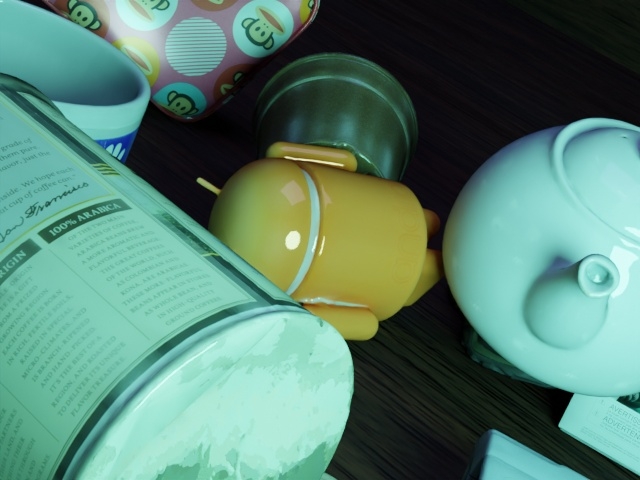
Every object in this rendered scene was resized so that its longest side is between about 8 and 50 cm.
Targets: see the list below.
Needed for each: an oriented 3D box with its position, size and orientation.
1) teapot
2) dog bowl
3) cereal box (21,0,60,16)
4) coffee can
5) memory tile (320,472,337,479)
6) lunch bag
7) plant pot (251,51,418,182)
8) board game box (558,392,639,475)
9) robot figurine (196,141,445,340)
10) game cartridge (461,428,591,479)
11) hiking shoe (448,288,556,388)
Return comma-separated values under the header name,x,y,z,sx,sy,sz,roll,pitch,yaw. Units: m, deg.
name,x,y,z,sx,sy,sz,roll,pitch,yaw
teapot,0.236,-0.013,1.202,0.253,0.187,0.256,2,47,-29
dog bowl,-0.288,-0.129,1.279,0.265,0.104,0.265,20,21,-8
cereal box,-0.356,-0.220,1.515,0.240,0.047,0.173,17,21,-14
coffee can,-0.146,0.053,0.834,0.275,0.201,0.202,37,24,33
memory tile,0.021,0.198,0.924,0.148,0.012,0.113,33,23,24
lunch bag,-0.147,-0.297,1.531,0.293,0.258,0.120,45,14,-21
plant pot,0.008,-0.072,1.388,0.167,0.167,0.165,21,27,-6
board game box,0.348,0.154,1.321,0.193,0.053,0.305,30,21,17
robot figurine,-0.001,-0.001,1.234,0.219,0.158,0.128,10,2,-31
game cartridge,0.169,0.234,0.916,0.198,0.062,0.297,25,20,3
hiking shoe,0.178,0.044,1.327,0.086,0.114,0.227,15,22,-19
